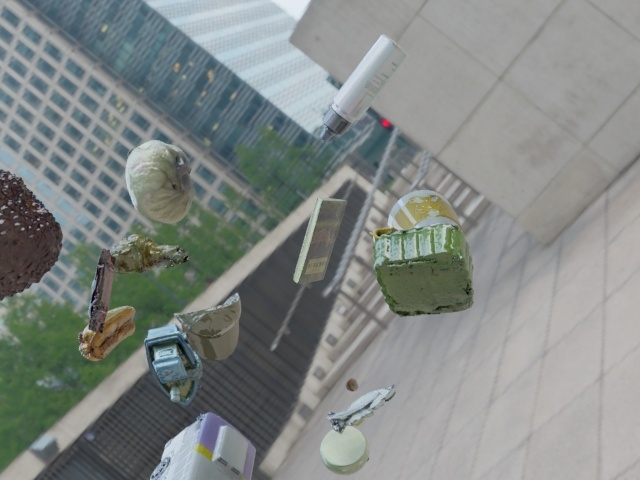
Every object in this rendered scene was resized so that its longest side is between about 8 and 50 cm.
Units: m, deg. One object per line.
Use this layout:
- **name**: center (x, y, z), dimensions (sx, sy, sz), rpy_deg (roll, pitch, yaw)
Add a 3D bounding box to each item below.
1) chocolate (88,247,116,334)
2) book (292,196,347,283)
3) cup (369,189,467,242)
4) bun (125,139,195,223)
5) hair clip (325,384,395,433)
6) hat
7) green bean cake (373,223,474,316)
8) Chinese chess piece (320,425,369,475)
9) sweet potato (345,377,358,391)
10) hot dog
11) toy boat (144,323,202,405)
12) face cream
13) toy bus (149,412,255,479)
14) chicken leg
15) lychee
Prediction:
- **chocolate**: center (-0.476, 0.110, 1.691), dimensions (0.086, 0.028, 0.182), rpy_deg (64, -152, -73)
- **book**: center (0.000, 0.000, 2.049), dimensions (0.160, 0.024, 0.228), rpy_deg (-3, -69, -64)
- **cup**: center (0.253, -0.010, 2.000), dimensions (0.226, 0.241, 0.185), rpy_deg (-108, 12, -68)
- **bun**: center (-0.488, -0.185, 2.430), dimensions (0.168, 0.272, 0.273), rpy_deg (-5, 20, 24)
- **hair clip**: center (0.098, 0.393, 1.849), dimensions (0.172, 0.049, 0.116), rpy_deg (-31, 9, -15)
- **hat**: center (-0.254, 0.230, 1.914), dimensions (0.166, 0.173, 0.144), rpy_deg (-19, 14, -13)
- **green bean cake**: center (0.234, 0.073, 1.742), dimensions (0.214, 0.200, 0.113), rpy_deg (-10, 41, 17)
- **Chinese chess piece**: center (0.071, 0.610, 2.260), dimensions (0.144, 0.144, 0.058), rpy_deg (-50, -36, -31)
- **sweet potato**: center (0.081, 0.375, 2.019), dimensions (0.034, 0.034, 0.095), rpy_deg (-51, -20, -6)
- **hot dog**: center (-0.530, 0.223, 1.918), dimensions (0.249, 0.076, 0.102), rpy_deg (-52, -28, -73)
- **toy boat**: center (-0.310, 0.282, 1.669), dimensions (0.109, 0.098, 0.237), rpy_deg (-13, -39, -5)
- **face cream**: center (0.100, -0.383, 2.018), dimensions (0.311, 0.092, 0.092), rpy_deg (-51, -2, 17)
- **toy bus**: center (-0.321, 0.671, 2.071), dimensions (0.249, 0.209, 0.440), rpy_deg (-43, 15, 17)
- **chicken leg**: center (-0.445, 0.033, 2.000), dimensions (0.228, 0.103, 0.088), rpy_deg (-7, 12, 17)
- **lychee**: center (-0.645, 0.005, 1.509), dimensions (0.271, 0.271, 0.271), rpy_deg (-51, -2, -3)
